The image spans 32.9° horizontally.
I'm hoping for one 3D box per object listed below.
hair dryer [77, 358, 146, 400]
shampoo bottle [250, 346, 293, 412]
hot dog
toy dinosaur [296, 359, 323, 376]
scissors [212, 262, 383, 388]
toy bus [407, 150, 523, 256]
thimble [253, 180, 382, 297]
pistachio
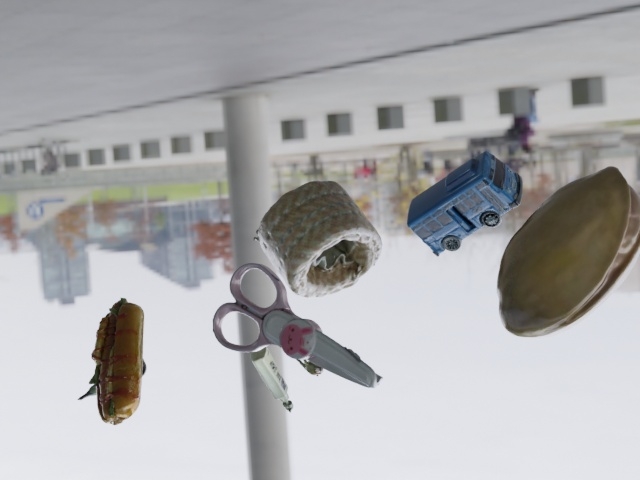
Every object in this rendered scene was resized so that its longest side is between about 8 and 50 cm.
[{"bbox_3d":[-0.413,0.273,2.133,0.150,0.047,0.071,-29,-171,-10],"label":"hair dryer"},{"bbox_3d":[-0.083,0.247,1.926,0.034,0.141,0.049,-26,-151,2],"label":"shampoo bottle"},{"bbox_3d":[-0.365,0.210,1.938,0.076,0.250,0.104,24,137,-36],"label":"hot dog"},{"bbox_3d":[-0.012,0.176,1.558,0.026,0.041,0.113,-35,175,-12],"label":"toy dinosaur"},{"bbox_3d":[-0.028,0.125,1.376,0.242,0.118,0.030,29,-173,22],"label":"scissors"},{"bbox_3d":[0.242,-0.065,1.826,0.184,0.106,0.090,-35,-158,32],"label":"toy bus"},{"bbox_3d":[0.001,-0.004,2.020,0.229,0.148,0.196,2,136,-52],"label":"thimble"},{"bbox_3d":[0.366,0.026,1.593,0.293,0.162,0.181,-45,-152,-13],"label":"pistachio"}]
